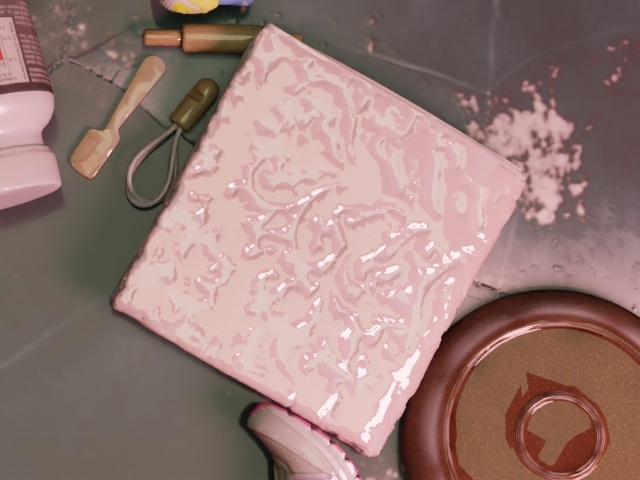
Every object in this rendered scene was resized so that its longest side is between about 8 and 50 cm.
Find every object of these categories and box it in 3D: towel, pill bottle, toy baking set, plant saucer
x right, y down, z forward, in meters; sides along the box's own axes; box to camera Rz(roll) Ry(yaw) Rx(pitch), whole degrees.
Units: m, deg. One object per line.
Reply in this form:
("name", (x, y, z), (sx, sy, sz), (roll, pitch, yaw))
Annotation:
("towel", (0.000, 0.000, 1.630), (0.317, 0.053, 0.332), (30, 83, -8))
("pill bottle", (-0.346, -0.169, 1.555), (0.162, 0.162, 0.278), (-15, 86, -9))
("toy baking set", (-0.118, -0.126, 1.646), (0.256, 0.030, 0.196), (5, 84, -7))
("plant saucer", (0.236, 0.196, 1.625), (0.311, 0.050, 0.310), (0, 77, 1))

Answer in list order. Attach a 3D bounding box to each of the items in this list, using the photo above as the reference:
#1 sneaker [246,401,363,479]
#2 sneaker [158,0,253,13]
("sneaker", (-0.003, 0.273, 1.589), (0.111, 0.103, 0.252), (-35, 89, -11))
("sneaker", (-0.105, -0.341, 1.653), (0.126, 0.091, 0.240), (5, 83, -26))
